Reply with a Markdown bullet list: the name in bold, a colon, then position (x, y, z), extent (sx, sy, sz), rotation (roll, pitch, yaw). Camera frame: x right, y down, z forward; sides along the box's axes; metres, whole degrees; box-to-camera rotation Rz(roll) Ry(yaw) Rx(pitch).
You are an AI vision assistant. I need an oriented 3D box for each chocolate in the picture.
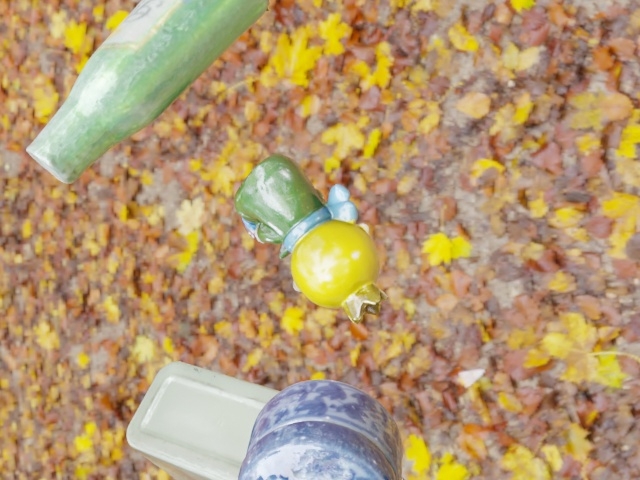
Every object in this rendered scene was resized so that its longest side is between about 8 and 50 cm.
- **chocolate**: position (-0.177, -0.178, 0.897), extent (0.110, 0.110, 0.291), rotation (27, 71, 39)

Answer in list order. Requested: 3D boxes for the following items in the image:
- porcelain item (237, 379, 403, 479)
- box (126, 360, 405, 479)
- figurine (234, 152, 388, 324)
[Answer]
- **porcelain item**: position (0.000, 0.215, 0.801), extent (0.147, 0.114, 0.147), rotation (3, 115, 7)
- **box**: position (-0.077, 0.362, 1.413), extent (0.351, 0.344, 0.177), rotation (10, 61, 34)
- **figurine**: position (-0.010, 0.011, 1.134), extent (0.234, 0.127, 0.185), rotation (44, 156, 4)
